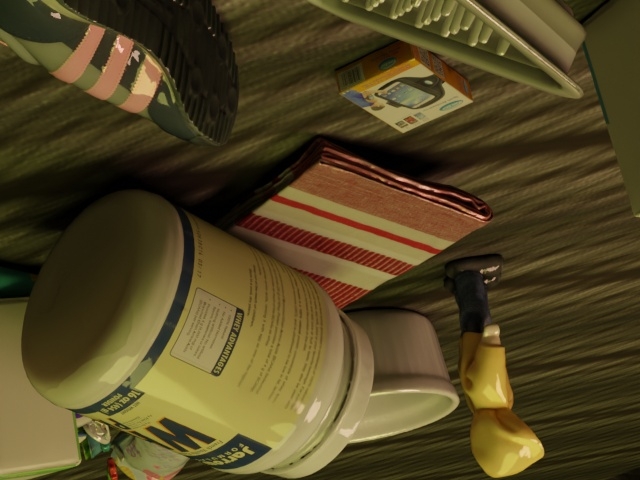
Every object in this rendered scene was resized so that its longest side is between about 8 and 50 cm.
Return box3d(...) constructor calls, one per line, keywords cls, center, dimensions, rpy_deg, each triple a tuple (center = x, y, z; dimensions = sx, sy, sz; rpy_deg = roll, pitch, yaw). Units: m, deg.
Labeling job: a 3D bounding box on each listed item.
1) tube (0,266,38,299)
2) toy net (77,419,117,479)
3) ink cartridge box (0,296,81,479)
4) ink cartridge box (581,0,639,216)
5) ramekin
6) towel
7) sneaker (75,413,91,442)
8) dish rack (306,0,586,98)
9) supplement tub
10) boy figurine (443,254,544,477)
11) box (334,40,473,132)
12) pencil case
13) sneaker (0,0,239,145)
box3d(cls="tube", center=(-0.378, 0.050, 1.422), dimensions=(0.080, 0.052, 0.207), rpy_deg=(-13, 164, 28))
box3d(cls="toy net", center=(-0.354, 0.314, 1.971), dimensions=(0.045, 0.122, 0.232), rpy_deg=(-13, 159, -14))
box3d(cls="ink cartridge box", center=(-0.402, 0.192, 1.488), dimensions=(0.115, 0.198, 0.273), rpy_deg=(-2, 166, -37))
box3d(cls="ink cartridge box", center=(0.411, -0.139, 1.101), dimensions=(0.270, 0.198, 0.197), rpy_deg=(3, 154, -32))
box3d(cls="ramekin", center=(0.058, 0.204, 1.863), dimensions=(0.277, 0.135, 0.277), rpy_deg=(-8, 158, -3))
box3d(cls="towel", center=(0.000, 0.000, 1.421), dimensions=(0.237, 0.037, 0.329), rpy_deg=(19, 147, -31))
box3d(cls="sneaker", center=(-0.407, 0.230, 1.769), dimensions=(0.236, 0.130, 0.323), rpy_deg=(-4, 154, -45))
box3d(cls="dish rack", center=(0.009, -0.201, 0.786), dimensions=(0.286, 0.072, 0.333), rpy_deg=(26, -178, 38))
box3d(cls="supplement tub", center=(-0.124, 0.110, 1.335), dimensions=(0.325, 0.235, 0.235), rpy_deg=(30, 137, -35))
box3d(cls="boy figurine", center=(0.223, 0.163, 1.640), dimensions=(0.092, 0.285, 0.177), rpy_deg=(-10, 155, -1))
box3d(cls="box", center=(0.084, -0.141, 1.178), dimensions=(0.081, 0.028, 0.136), rpy_deg=(-23, 153, 27))
box3d(cls="pencil case", center=(-0.254, 0.304, 2.004), dimensions=(0.124, 0.113, 0.273), rpy_deg=(19, 151, -12))
box3d(cls="sneaker", center=(-0.169, -0.161, 0.950), dimensions=(0.131, 0.112, 0.319), rpy_deg=(0, 160, 22))
